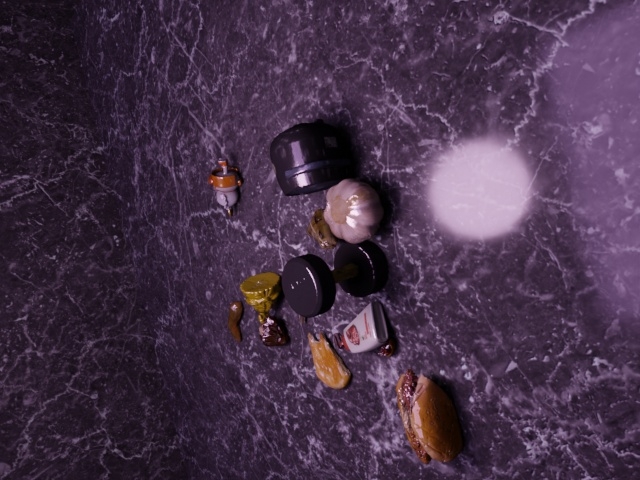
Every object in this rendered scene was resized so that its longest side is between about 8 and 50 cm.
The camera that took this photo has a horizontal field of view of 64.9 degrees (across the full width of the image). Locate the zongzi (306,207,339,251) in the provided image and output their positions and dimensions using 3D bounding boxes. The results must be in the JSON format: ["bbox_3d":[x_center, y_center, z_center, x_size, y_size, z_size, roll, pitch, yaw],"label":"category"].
[{"bbox_3d":[0.000,0.000,1.877,0.178,0.082,0.188,-54,42,49],"label":"zongzi"}]

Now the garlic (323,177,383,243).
[{"bbox_3d":[0.118,-0.097,1.682,0.228,0.152,0.227,19,116,46],"label":"garlic"}]

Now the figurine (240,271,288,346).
[{"bbox_3d":[-0.240,0.322,2.205,0.187,0.168,0.314,-92,-5,-69],"label":"figurine"}]

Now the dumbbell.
[{"bbox_3d":[0.048,0.122,1.693,0.204,0.323,0.203,17,114,45],"label":"dumbbell"}]

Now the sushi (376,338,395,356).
[{"bbox_3d":[0.236,0.379,1.770,0.050,0.047,0.099,45,132,26],"label":"sushi"}]

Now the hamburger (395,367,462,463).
[{"bbox_3d":[0.344,0.582,1.626,0.156,0.245,0.282,-19,131,44],"label":"hamburger"}]

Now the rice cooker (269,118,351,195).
[{"bbox_3d":[-0.035,-0.281,1.733,0.267,0.267,0.224,-14,87,49],"label":"rice cooker"}]

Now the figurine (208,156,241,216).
[{"bbox_3d":[-0.415,-0.239,2.264,0.143,0.143,0.271,10,128,46],"label":"figurine"}]

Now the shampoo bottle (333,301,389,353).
[{"bbox_3d":[0.136,0.343,1.845,0.284,0.071,0.153,-40,54,48],"label":"shampoo bottle"}]

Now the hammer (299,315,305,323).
[{"bbox_3d":[-0.065,0.208,2.070,0.125,0.027,0.296,22,117,42],"label":"hammer"}]

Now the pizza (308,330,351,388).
[{"bbox_3d":[0.023,0.485,2.046,0.181,0.034,0.261,-45,68,44],"label":"pizza"}]

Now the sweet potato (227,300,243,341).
[{"bbox_3d":[-0.425,0.399,2.501,0.081,0.062,0.232,28,123,39],"label":"sweet potato"}]
